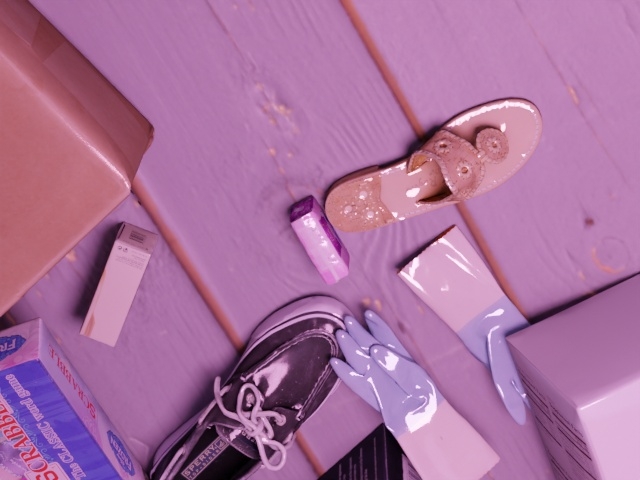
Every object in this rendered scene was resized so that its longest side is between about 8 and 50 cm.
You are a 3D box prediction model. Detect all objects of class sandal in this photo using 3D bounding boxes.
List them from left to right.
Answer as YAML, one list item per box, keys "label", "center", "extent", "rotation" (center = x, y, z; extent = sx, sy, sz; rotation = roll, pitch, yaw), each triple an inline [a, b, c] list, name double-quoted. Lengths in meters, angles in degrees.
- label: "sandal"
  center: [0.117, -0.060, 1.452]
  extent: [0.240, 0.079, 0.088]
  rotation: [-23, 110, 10]

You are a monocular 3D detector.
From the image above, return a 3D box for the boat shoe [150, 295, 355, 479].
- label: "boat shoe"
  center: [-0.076, 0.188, 1.540]
  extent: [0.306, 0.105, 0.113]
  rotation: [-41, 106, 15]

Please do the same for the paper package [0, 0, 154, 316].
- label: "paper package"
  center: [-0.376, -0.098, 1.398]
  extent: [0.309, 0.168, 0.325]
  rotation: [-40, 106, 17]

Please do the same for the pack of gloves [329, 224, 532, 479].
- label: "pack of gloves"
  center: [0.132, 0.131, 1.538]
  extent: [0.195, 0.046, 0.232]
  rotation: [-39, 101, -4]

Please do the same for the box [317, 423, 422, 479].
- label: "box"
  center: [0.035, 0.327, 1.569]
  extent: [0.108, 0.153, 0.207]
  rotation: [42, 108, -15]

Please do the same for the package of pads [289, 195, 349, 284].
- label: "package of pads"
  center: [0.000, 0.000, 1.493]
  extent: [0.032, 0.050, 0.083]
  rotation: [-27, 109, 11]

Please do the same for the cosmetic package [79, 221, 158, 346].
- label: "cosmetic package"
  center: [-0.210, 0.046, 1.510]
  extent: [0.041, 0.060, 0.115]
  rotation: [22, 109, -6]

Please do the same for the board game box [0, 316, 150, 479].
- label: "board game box"
  center: [-0.371, 0.255, 1.542]
  extent: [0.318, 0.066, 0.319]
  rotation: [-19, 129, 9]

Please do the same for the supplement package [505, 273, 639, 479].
- label: "supplement package"
  center: [0.346, 0.199, 1.468]
  extent: [0.199, 0.198, 0.263]
  rotation: [-25, 110, -6]
